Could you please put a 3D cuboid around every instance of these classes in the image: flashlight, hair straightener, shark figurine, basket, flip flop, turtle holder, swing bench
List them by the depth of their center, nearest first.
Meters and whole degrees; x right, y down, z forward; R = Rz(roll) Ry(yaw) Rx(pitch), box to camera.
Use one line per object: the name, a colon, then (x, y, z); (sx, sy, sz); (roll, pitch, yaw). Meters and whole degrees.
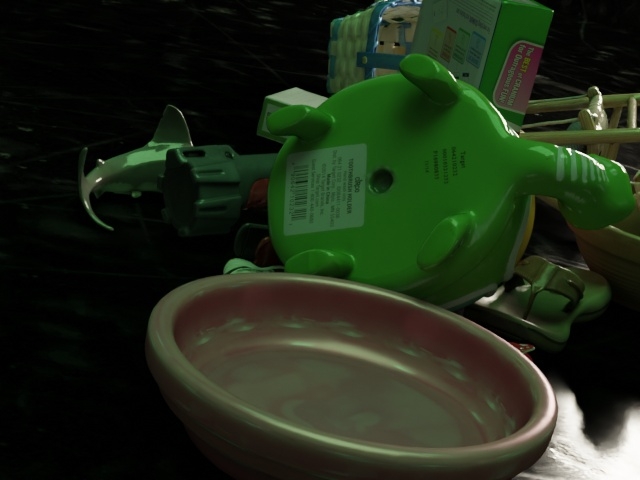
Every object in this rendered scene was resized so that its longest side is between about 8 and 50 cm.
turtle holder: (0.116, -0.049, 1.358); (0.227, 0.320, 0.243); (37, 21, -58)
flip flop: (0.241, 0.053, 1.463); (0.112, 0.080, 0.277); (23, 21, 28)
hair straightener: (0.000, 0.000, 1.513); (0.230, 0.047, 0.089); (-3, 24, -38)
flashlight: (-0.041, -0.051, 1.558); (0.304, 0.103, 0.103); (-9, 44, -43)
shark figurine: (-0.193, -0.096, 1.571); (0.278, 0.116, 0.166); (-3, 23, -44)
swing bench: (0.308, -0.135, 1.928); (0.255, 0.165, 0.253); (15, 19, 8)
basket: (0.162, -0.292, 2.229); (0.289, 0.201, 0.255); (16, 15, 43)

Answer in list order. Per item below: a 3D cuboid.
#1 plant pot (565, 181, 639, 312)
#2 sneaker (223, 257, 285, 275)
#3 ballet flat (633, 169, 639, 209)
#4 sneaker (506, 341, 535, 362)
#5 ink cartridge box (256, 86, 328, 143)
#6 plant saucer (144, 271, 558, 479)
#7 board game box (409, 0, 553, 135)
plant pot: (0.397, 0.019, 1.610); (0.237, 0.109, 0.237); (8, 19, -3)
sneaker: (-0.058, 0.044, 1.386); (0.083, 0.032, 0.037); (8, 32, 1)
ballet flat: (0.393, -0.065, 1.589); (0.068, 0.072, 0.213); (-19, 13, 14)
sneaker: (0.168, 0.120, 1.280); (0.067, 0.042, 0.118); (10, 16, 3)
ink cartridge box: (0.027, -0.155, 1.959); (0.209, 0.062, 0.109); (19, 20, 18)
plant saucer: (0.020, 0.125, 1.107); (0.332, 0.084, 0.332); (11, 19, -4)
board game box: (0.160, -0.150, 1.635); (0.064, 0.316, 0.242); (7, 20, -18)
